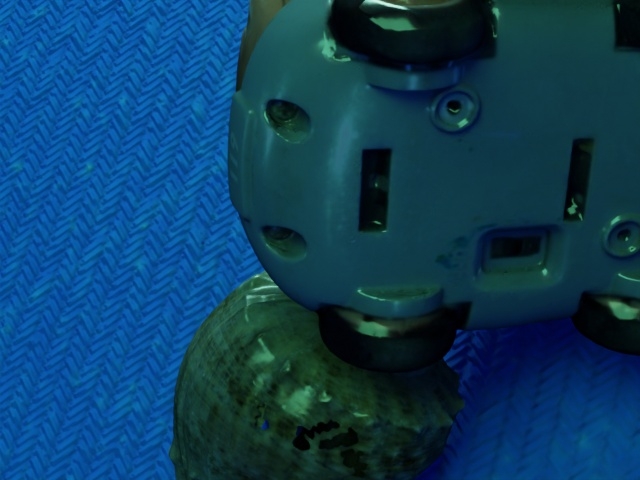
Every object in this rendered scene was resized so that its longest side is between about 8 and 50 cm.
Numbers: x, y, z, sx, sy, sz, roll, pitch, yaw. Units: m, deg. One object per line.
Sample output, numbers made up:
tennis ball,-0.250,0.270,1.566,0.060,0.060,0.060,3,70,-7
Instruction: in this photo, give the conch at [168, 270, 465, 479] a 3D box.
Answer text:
conch,-0.015,0.091,0.955,0.207,0.130,0.155,-49,37,22

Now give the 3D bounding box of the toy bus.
toy bus,0.086,-0.068,0.901,0.288,0.194,0.232,-5,28,-13
